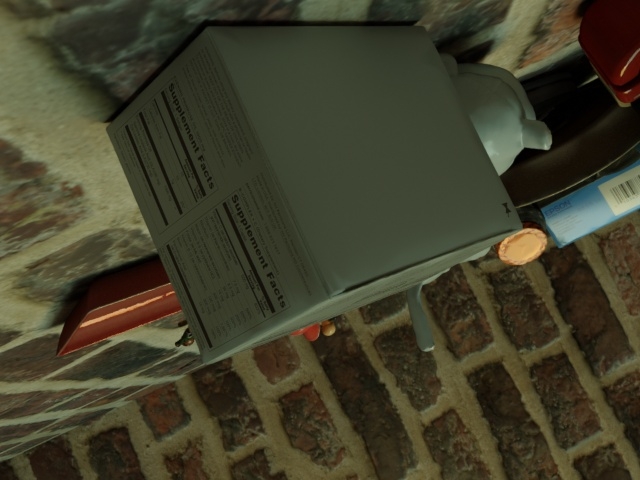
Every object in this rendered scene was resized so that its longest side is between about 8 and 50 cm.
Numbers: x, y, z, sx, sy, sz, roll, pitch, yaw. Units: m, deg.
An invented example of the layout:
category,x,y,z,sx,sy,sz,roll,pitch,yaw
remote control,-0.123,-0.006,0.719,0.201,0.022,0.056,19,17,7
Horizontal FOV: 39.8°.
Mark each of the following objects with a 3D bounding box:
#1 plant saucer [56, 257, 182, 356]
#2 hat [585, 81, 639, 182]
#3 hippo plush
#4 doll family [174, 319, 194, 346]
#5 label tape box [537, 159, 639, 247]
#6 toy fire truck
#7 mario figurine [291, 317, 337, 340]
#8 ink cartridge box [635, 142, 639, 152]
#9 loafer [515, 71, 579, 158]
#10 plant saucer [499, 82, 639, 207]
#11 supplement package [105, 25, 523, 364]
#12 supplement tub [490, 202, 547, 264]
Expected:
category,x,y,z,sx,sy,sz,roll,pitch,yaw
plant saucer,-0.246,0.075,1.275,0.259,0.047,0.258,-19,170,-31
hat,0.483,-0.180,1.528,0.331,0.134,0.331,-26,171,-4
hippo plush,0.101,-0.089,0.934,0.294,0.234,0.236,-42,160,-60
doll family,-0.200,0.131,1.661,0.193,0.076,0.111,-24,167,-28
label tape box,0.538,-0.160,1.756,0.241,0.106,0.333,-29,-155,22
toy fire truck,0.376,-0.244,0.895,0.217,0.158,0.246,-33,150,16
mario figurine,0.049,0.155,2.149,0.320,0.170,0.198,-29,140,-33
ink cartridge box,0.558,-0.148,1.025,0.285,0.166,0.395,-59,-175,19
loafer,0.224,-0.130,1.204,0.302,0.095,0.109,-24,169,-7
plant saucer,0.328,-0.144,1.269,0.311,0.050,0.310,-30,-166,9
supplement package,0.004,-0.049,0.709,0.145,0.204,0.262,-31,169,41
supplement tub,0.344,-0.051,1.635,0.117,0.190,0.117,-6,133,-6
